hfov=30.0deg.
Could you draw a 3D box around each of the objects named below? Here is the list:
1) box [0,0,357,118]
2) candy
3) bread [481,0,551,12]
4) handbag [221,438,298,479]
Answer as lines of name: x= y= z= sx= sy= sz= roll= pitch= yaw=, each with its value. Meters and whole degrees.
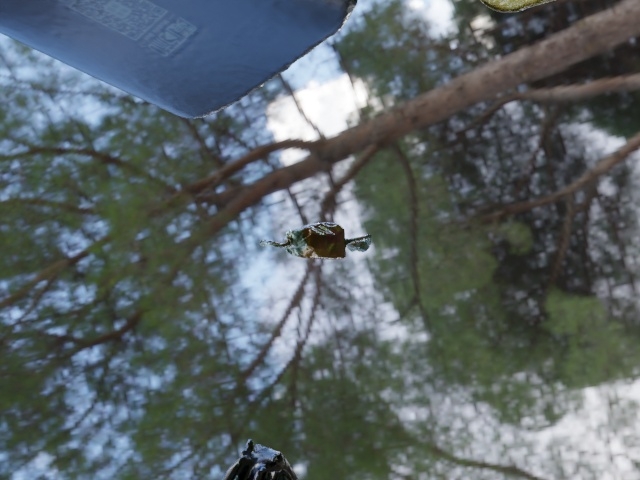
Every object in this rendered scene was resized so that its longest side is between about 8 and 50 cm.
box: x=-0.149 y=-0.210 z=0.940 sx=0.289 sy=0.290 sz=0.073 roll=24 pitch=-116 yaw=-26
candy: x=0.000 y=0.000 z=1.514 sx=0.182 sy=0.053 sz=0.046 roll=2 pitch=-77 yaw=-49
bread: x=0.271 y=-0.305 z=1.221 sx=0.094 sy=0.245 sz=0.102 roll=-44 pitch=-64 yaw=-51
handbag: x=-0.099 y=0.406 z=1.590 sx=0.260 sy=0.113 sz=0.162 roll=-64 pitch=-36 yaw=-27
